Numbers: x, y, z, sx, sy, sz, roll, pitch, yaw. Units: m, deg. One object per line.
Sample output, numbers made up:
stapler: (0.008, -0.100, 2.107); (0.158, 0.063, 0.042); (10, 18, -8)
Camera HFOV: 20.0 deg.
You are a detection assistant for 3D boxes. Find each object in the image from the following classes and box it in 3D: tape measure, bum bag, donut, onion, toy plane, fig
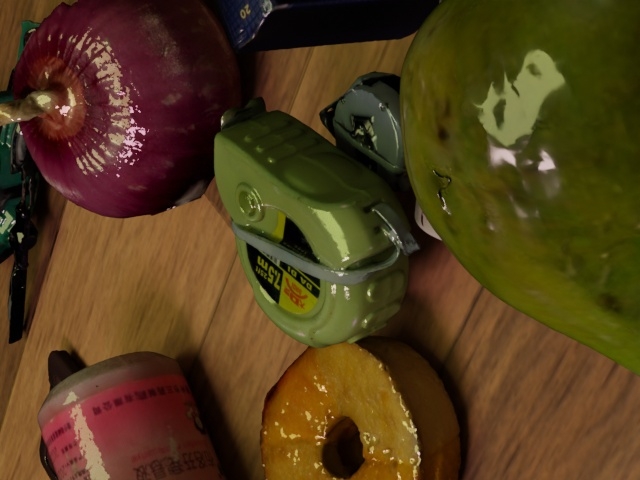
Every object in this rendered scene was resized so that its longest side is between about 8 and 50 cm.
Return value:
tape measure: (0.000, 0.000, 1.331); (0.177, 0.087, 0.154); (36, 135, 38)
bum bag: (-0.250, 0.198, 1.847); (0.109, 0.026, 0.159); (48, 140, 35)
tape measure: (0.045, -0.079, 1.340); (0.094, 0.054, 0.091); (-9, 98, 56)
donut: (0.036, 0.156, 1.402); (0.174, 0.074, 0.190); (49, 130, 36)
onion: (-0.152, -0.113, 1.511); (0.207, 0.200, 0.200); (-46, 57, 12)
toy plane: (-0.319, -0.067, 1.806); (0.155, 0.106, 0.381); (47, 133, 27)
fig: (0.160, -0.032, 1.050); (0.233, 0.233, 0.314); (2, 95, 53)

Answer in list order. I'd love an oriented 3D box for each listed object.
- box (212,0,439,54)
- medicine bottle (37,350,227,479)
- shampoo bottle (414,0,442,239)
box: (-0.028, -0.261, 1.294); (0.071, 0.168, 0.259); (-38, 67, 49)
medicine bottle: (-0.150, 0.231, 1.616); (0.147, 0.147, 0.247); (-45, 64, 49)
shampoo bottle: (0.121, -0.148, 1.185); (0.092, 0.092, 0.303); (31, 124, 46)
